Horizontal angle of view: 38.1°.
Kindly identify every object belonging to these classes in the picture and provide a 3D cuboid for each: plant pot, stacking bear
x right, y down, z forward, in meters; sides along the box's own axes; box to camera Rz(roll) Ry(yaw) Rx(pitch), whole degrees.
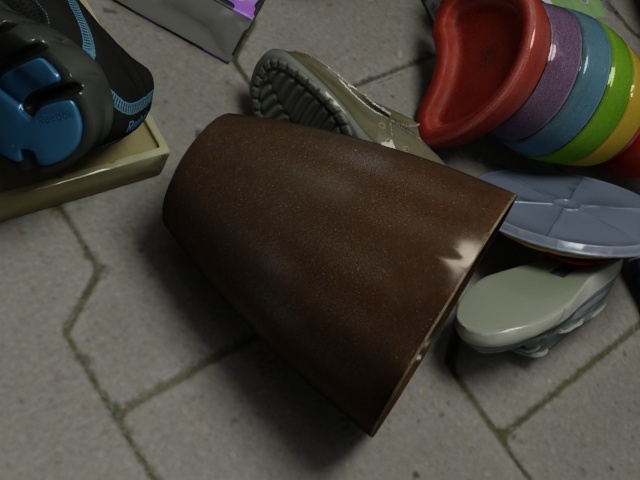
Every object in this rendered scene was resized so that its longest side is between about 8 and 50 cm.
[{"bbox_3d":[0.000,0.000,0.732,0.230,0.215,0.215,31,51,11],"label":"plant pot"},{"bbox_3d":[0.269,-0.146,0.968,0.289,0.164,0.176,17,78,-29],"label":"stacking bear"}]

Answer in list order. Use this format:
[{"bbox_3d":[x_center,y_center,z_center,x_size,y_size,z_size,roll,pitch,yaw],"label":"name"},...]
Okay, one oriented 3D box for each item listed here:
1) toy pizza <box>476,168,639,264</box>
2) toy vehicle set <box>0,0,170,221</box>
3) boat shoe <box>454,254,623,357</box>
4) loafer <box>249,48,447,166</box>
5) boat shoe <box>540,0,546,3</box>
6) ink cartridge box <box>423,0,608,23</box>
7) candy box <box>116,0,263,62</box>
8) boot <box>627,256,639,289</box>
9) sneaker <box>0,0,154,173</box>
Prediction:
[{"bbox_3d":[0.237,-0.021,0.903,0.201,0.032,0.201,5,24,-2],"label":"toy pizza"},{"bbox_3d":[-0.260,-0.151,0.779,0.166,0.035,0.267,-20,72,-34],"label":"toy vehicle set"},{"bbox_3d":[0.205,0.066,0.851,0.227,0.081,0.079,-22,35,-40],"label":"boat shoe"},{"bbox_3d":[0.039,-0.084,0.866,0.251,0.094,0.087,44,40,-2],"label":"loafer"},{"bbox_3d":[0.196,-0.263,0.994,0.133,0.042,0.049,19,55,-19],"label":"boat shoe"},{"bbox_3d":[0.223,-0.284,1.084,0.209,0.062,0.109,-9,67,-30],"label":"ink cartridge box"},{"bbox_3d":[-0.118,-0.296,0.916,0.164,0.070,0.196,28,53,-9],"label":"candy box"},{"bbox_3d":[0.408,0.038,0.992,0.189,0.069,0.086,-3,77,-26],"label":"boot"},{"bbox_3d":[-0.280,-0.180,0.712,0.341,0.125,0.139,42,25,5],"label":"sneaker"}]
